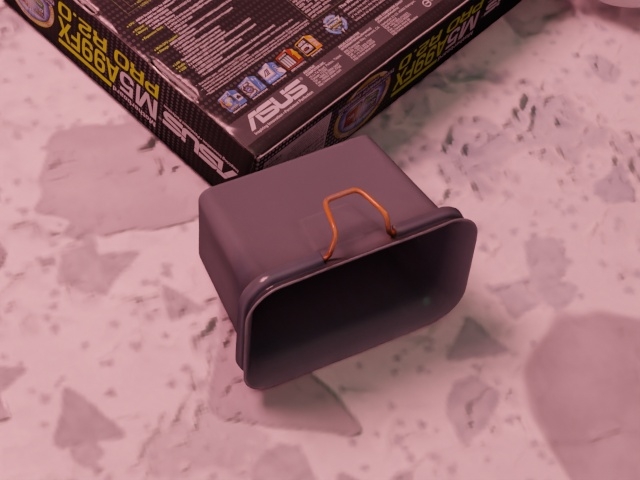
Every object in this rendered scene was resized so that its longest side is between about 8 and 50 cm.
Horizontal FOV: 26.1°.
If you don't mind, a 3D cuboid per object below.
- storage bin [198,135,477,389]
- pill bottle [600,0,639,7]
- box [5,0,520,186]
[{"bbox_3d":[0.000,0.000,0.730,0.135,0.098,0.091,-21,54,-21],"label":"storage bin"},{"bbox_3d":[0.222,-0.255,0.907,0.117,0.117,0.215,22,57,4],"label":"pill bottle"},{"bbox_3d":[-0.024,-0.169,0.846,0.216,0.060,0.270,41,60,16],"label":"box"}]
